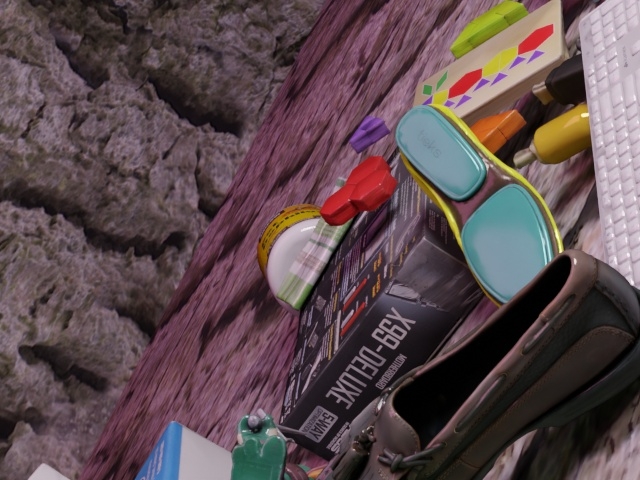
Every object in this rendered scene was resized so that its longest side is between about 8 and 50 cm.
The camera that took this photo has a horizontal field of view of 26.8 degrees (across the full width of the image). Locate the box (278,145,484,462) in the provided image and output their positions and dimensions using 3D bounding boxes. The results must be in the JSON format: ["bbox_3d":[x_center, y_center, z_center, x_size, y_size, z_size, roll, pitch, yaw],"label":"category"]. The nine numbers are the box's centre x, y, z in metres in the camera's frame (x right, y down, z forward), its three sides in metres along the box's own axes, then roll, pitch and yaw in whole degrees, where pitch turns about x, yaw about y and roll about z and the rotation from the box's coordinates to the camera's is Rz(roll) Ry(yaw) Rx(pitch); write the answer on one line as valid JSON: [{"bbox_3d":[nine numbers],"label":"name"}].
[{"bbox_3d":[0.065,0.033,1.295,0.242,0.076,0.307,-54,12,25],"label":"box"}]

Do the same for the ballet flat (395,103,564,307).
[{"bbox_3d":[0.137,-0.022,1.052,0.077,0.077,0.231,-43,49,15],"label":"ballet flat"}]

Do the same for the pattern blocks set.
[{"bbox_3d":[0.153,-0.146,1.251,0.324,0.026,0.285,-27,25,33],"label":"pattern blocks set"}]

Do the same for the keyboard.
[{"bbox_3d":[0.209,-0.076,0.898,0.072,0.014,0.256,-44,33,44],"label":"keyboard"}]

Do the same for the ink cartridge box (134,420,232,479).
[{"bbox_3d":[-0.158,0.390,1.088,0.395,0.166,0.285,-57,11,10],"label":"ink cartridge box"}]

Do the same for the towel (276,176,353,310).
[{"bbox_3d":[0.000,0.000,1.414,0.152,0.023,0.113,-60,8,-3],"label":"towel"}]

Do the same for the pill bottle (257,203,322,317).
[{"bbox_3d":[-0.013,0.020,1.585,0.117,0.117,0.215,-59,10,3],"label":"pill bottle"}]

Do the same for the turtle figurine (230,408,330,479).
[{"bbox_3d":[0.018,0.175,1.012,0.234,0.175,0.118,20,-120,-77],"label":"turtle figurine"}]

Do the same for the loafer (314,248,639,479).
[{"bbox_3d":[0.077,0.098,0.819,0.267,0.084,0.096,-38,34,15],"label":"loafer"}]

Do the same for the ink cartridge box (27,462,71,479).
[{"bbox_3d":[-0.252,0.291,1.041,0.203,0.086,0.148,-55,3,7],"label":"ink cartridge box"}]

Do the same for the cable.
[{"bbox_3d":[0.256,-0.130,0.983,0.139,0.072,0.287,-49,17,-27],"label":"cable"}]
